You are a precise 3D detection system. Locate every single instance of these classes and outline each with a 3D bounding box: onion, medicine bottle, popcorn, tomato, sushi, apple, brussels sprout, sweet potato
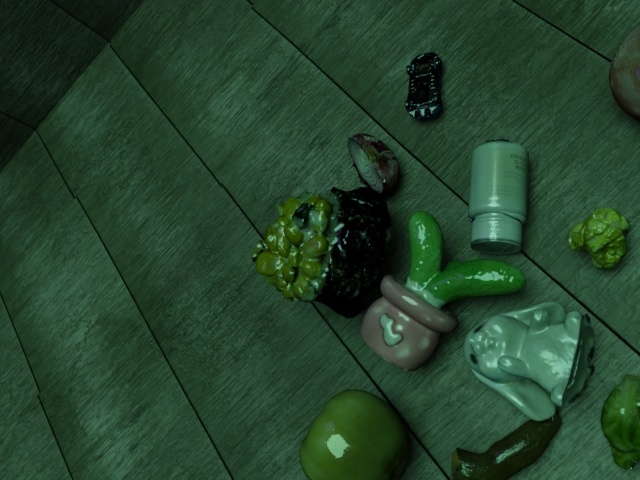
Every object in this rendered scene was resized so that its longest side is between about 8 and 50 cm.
[{"bbox_3d":[0.160,-0.217,1.833,0.099,0.151,0.205,-23,71,-16],"label":"onion"},{"bbox_3d":[0.437,-0.103,1.602,0.144,0.143,0.257,-2,71,30],"label":"medicine bottle"},{"bbox_3d":[0.632,-0.008,1.456,0.126,0.145,0.125,41,102,41],"label":"popcorn"},{"bbox_3d":[0.790,-0.390,1.444,0.271,0.227,0.270,-8,71,25],"label":"tomato"},{"bbox_3d":[0.000,0.000,1.676,0.328,0.286,0.328,-64,20,18],"label":"sushi"},{"bbox_3d":[0.081,0.494,1.546,0.263,0.262,0.262,-10,69,27],"label":"apple"},{"bbox_3d":[0.649,0.375,1.349,0.139,0.101,0.180,-7,87,45],"label":"brussels sprout"},{"bbox_3d":[0.415,0.466,1.456,0.286,0.085,0.112,-37,54,14],"label":"sweet potato"}]

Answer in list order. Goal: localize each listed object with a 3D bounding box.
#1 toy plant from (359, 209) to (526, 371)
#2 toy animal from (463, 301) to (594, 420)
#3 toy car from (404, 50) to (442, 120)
[{"bbox_3d":[0.272,0.147,1.576,0.317,0.211,0.356,37,94,27],"label":"toy plant"},{"bbox_3d":[0.472,0.245,1.451,0.289,0.174,0.249,35,89,42],"label":"toy animal"},{"bbox_3d":[0.298,-0.437,1.845,0.103,0.063,0.216,-6,65,28],"label":"toy car"}]
